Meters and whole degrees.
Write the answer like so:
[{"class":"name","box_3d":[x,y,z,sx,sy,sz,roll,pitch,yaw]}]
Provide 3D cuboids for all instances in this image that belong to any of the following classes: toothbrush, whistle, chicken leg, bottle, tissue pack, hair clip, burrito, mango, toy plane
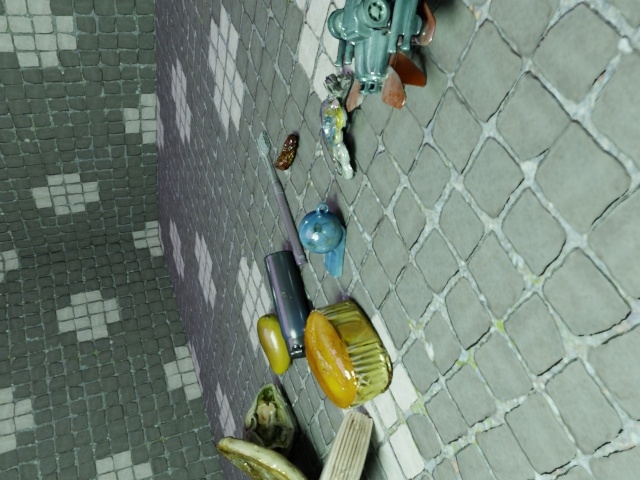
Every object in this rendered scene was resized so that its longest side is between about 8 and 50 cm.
[{"class":"toothbrush","box_3d":[-0.091,-0.104,1.221,0.029,0.024,0.354,-47,55,51]},{"class":"whistle","box_3d":[0.000,0.000,0.982,0.090,0.090,0.158,-132,39,-51]},{"class":"chicken leg","box_3d":[-0.078,-0.184,1.145,0.145,0.037,0.062,123,154,-57]},{"class":"bottle","box_3d":[-0.068,0.147,1.205,0.082,0.072,0.245,31,-137,-72]},{"class":"tissue pack","box_3d":[0.027,0.497,1.044,0.170,0.071,0.325,-59,-16,-48]},{"class":"hair clip","box_3d":[0.031,-0.195,0.890,0.116,0.049,0.172,-107,12,-50]},{"class":"burrito","box_3d":[-0.153,0.583,1.516,0.190,0.135,0.332,51,148,36]},{"class":"mango","box_3d":[-0.117,0.269,1.370,0.103,0.076,0.161,-15,90,62]},{"class":"toy plane","box_3d":[0.072,-0.329,0.657,0.223,0.104,0.327,-155,58,-63]}]

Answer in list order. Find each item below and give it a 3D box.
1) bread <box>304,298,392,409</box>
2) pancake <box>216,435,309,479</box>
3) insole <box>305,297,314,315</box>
[{"class":"bread","box_3d":[0.041,0.204,0.951,0.190,0.114,0.132,53,143,37]},{"class":"pancake","box_3d":[-0.106,0.612,1.322,0.356,0.065,0.356,30,147,22]},{"class":"insole","box_3d":[-0.041,0.159,1.241,0.135,0.002,0.045,159,101,-66]}]
